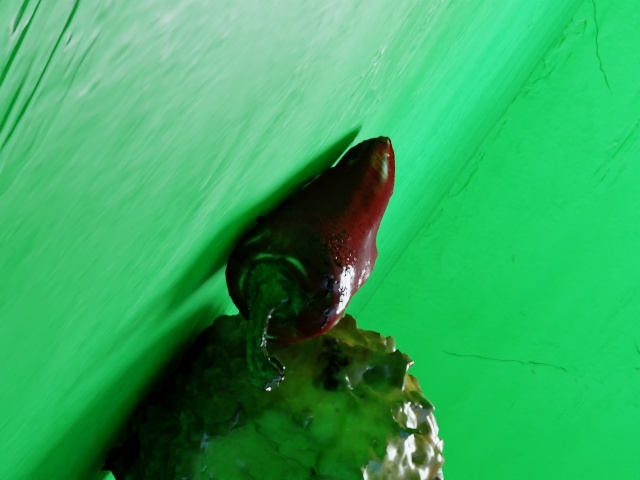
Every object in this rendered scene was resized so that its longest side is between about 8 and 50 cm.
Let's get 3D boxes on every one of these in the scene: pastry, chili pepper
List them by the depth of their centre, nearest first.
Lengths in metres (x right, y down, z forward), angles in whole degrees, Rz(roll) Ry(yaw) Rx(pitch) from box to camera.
[{"bbox_3d":[0.000,0.000,1.361,0.110,0.110,0.387,-55,179,29],"label":"chili pepper"},{"bbox_3d":[-0.055,0.236,1.493,0.337,0.292,0.405,-68,-177,-78],"label":"pastry"}]
